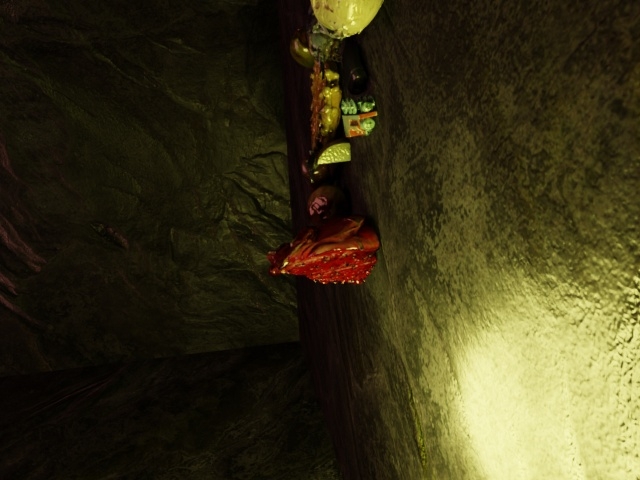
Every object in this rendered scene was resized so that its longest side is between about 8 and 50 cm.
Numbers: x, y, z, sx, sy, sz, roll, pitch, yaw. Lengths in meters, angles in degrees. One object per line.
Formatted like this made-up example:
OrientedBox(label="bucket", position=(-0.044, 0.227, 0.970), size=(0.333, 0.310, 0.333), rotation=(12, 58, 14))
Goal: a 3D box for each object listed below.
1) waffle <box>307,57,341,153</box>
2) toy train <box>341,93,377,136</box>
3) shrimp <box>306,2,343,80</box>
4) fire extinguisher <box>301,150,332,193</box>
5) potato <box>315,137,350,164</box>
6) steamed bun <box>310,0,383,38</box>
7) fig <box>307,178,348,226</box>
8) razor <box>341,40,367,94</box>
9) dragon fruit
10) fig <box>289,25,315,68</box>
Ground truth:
OrientedBox(label="waffle", position=(0.010, -0.529, 1.861), size=(0.379, 0.095, 0.382), rotation=(96, 169, -47))
OrientedBox(label="toy train", position=(0.112, -0.350, 1.403), size=(0.176, 0.074, 0.118), rotation=(-136, 32, -69))
OrientedBox(label="shrimp", position=(0.019, -0.662, 1.540), size=(0.172, 0.137, 0.372), rotation=(68, -169, -58))
OrientedBox(label="fire extinguisher", position=(-0.016, -0.246, 1.882), size=(0.344, 0.102, 0.138), rotation=(62, -153, -75))
OrientedBox(label="potato", position=(0.032, -0.315, 1.737), size=(0.149, 0.120, 0.081), rotation=(-133, 38, -74))
OrientedBox(label="steamed bun", position=(0.075, -0.633, 1.176), size=(0.232, 0.166, 0.272), rotation=(-137, 35, -58))
OrientedBox(label="fig", position=(0.027, -0.160, 1.824), size=(0.160, 0.143, 0.230), rotation=(-36, 46, 43))
OrientedBox(label="razor", position=(0.096, -0.506, 1.442), size=(0.090, 0.054, 0.148), rotation=(112, 151, -63))
OrientedBox(label="dragon fruit", position=(0.000, -0.009, 1.516), size=(0.286, 0.329, 0.227), rotation=(102, 168, -65))
OrientedBox(label="fig", position=(-0.049, -0.763, 1.956), size=(0.165, 0.144, 0.154), rotation=(74, 173, -50))
